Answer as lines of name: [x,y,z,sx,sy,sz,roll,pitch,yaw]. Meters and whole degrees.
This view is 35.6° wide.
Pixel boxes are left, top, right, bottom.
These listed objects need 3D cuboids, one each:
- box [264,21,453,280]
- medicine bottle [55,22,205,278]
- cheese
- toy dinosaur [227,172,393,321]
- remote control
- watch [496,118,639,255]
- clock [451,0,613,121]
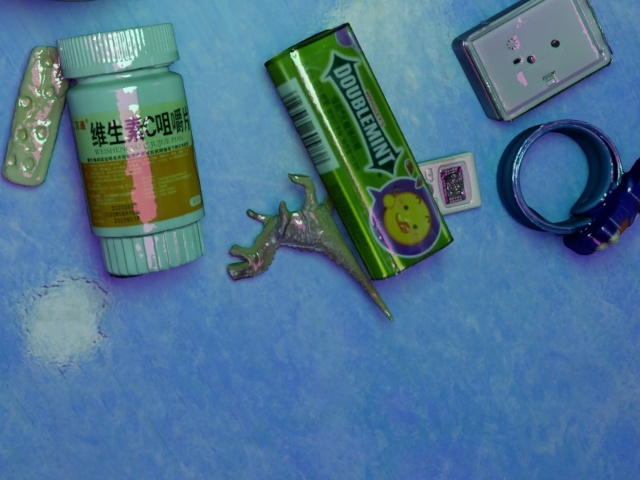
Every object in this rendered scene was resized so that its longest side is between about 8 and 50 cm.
box: [0.056,-0.125,1.390,0.134,0.097,0.345,-28,96,-22]
medicine bottle: [-0.247,-0.121,1.333,0.158,0.158,0.318,-10,103,-8]
cheese: [-0.386,-0.169,1.358,0.065,0.043,0.194,15,98,-14]
toy dinosaur: [-0.002,-0.001,1.449,0.251,0.072,0.199,8,103,-13]
remote control: [0.143,-0.072,1.480,0.190,0.029,0.087,-12,102,-7]
watch: [0.371,-0.091,1.462,0.200,0.171,0.196,36,80,-3]
clock: [0.306,-0.277,1.448,0.193,0.073,0.144,-30,104,-4]
